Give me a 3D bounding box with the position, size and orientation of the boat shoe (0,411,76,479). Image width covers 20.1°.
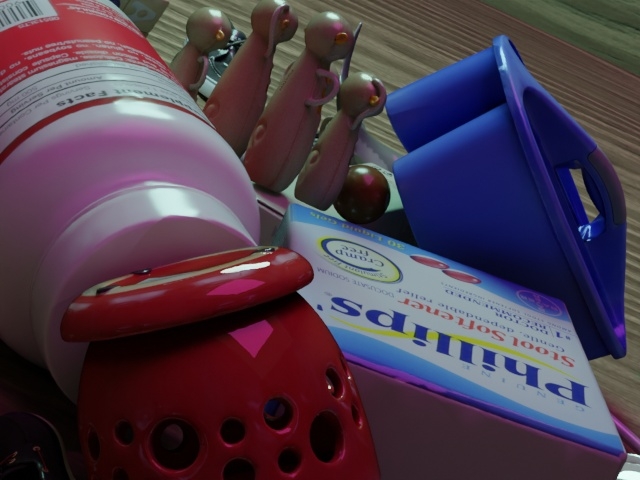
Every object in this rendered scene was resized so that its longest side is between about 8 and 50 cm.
[{"bbox_3d":[-0.192,0.155,1.192,0.042,0.049,0.133,19,22,-37],"label":"boat shoe"}]

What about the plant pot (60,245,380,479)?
[{"bbox_3d":[-0.069,0.100,1.183,0.191,0.174,0.191,-12,4,1],"label":"plant pot"}]

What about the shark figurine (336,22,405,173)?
[{"bbox_3d":[0.100,-0.087,1.898,0.278,0.166,0.116,40,52,-9],"label":"shark figurine"}]

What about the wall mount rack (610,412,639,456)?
[{"bbox_3d":[0.408,0.175,1.738,0.304,0.130,0.350,-3,-1,37],"label":"wall mount rack"}]

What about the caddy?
[{"bbox_3d":[0.193,-0.028,1.691,0.241,0.179,0.341,-93,159,-52],"label":"caddy"}]

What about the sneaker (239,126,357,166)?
[{"bbox_3d":[0.001,-0.086,1.950,0.281,0.115,0.105,15,21,-23],"label":"sneaker"}]

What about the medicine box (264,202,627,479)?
[{"bbox_3d":[0.072,0.122,1.435,0.264,0.149,0.289,20,19,-11],"label":"medicine box"}]

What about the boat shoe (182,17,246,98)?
[{"bbox_3d":[-0.117,-0.230,2.252,0.080,0.076,0.228,17,20,-19],"label":"boat shoe"}]

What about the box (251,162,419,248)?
[{"bbox_3d":[0.000,0.000,1.733,0.094,0.113,0.275,32,19,24],"label":"box"}]

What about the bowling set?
[{"bbox_3d":[-0.011,-0.116,1.594,0.200,0.154,0.287,23,3,-34],"label":"bowling set"}]

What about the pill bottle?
[{"bbox_3d":[-0.185,-0.036,1.433,0.229,0.229,0.407,12,23,-30],"label":"pill bottle"}]

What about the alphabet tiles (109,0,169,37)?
[{"bbox_3d":[-0.274,-0.150,1.633,0.198,0.237,0.009,8,44,-38],"label":"alphabet tiles"}]

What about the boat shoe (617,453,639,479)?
[{"bbox_3d":[0.323,0.280,1.438,0.319,0.116,0.099,28,-25,33],"label":"boat shoe"}]
